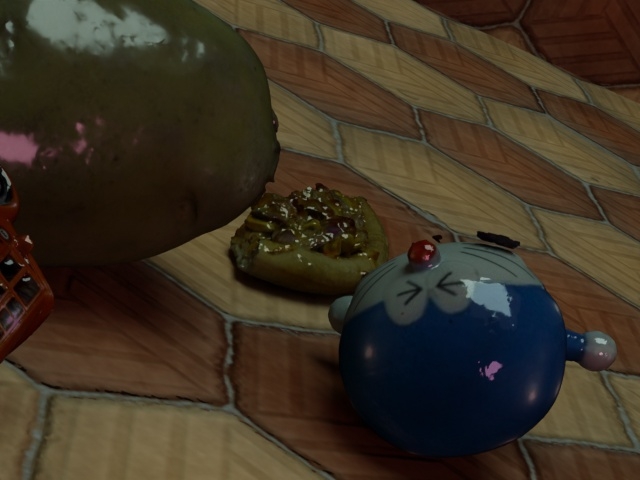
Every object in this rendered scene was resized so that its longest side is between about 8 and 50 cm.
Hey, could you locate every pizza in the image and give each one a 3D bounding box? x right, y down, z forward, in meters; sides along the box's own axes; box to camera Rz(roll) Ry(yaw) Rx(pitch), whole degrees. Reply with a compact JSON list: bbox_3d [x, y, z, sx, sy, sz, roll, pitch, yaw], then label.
[{"bbox_3d":[0.000,-0.003,1.459,0.127,0.058,0.246,35,18,25],"label":"pizza"}]

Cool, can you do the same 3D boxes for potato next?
[{"bbox_3d":[-0.195,-0.096,1.189,0.326,0.221,0.243,1,19,-33],"label":"potato"}]

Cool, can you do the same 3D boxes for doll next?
[{"bbox_3d":[0.111,0.070,1.259,0.215,0.161,0.257,1,3,10],"label":"doll"}]

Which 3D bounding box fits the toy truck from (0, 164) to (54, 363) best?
[{"bbox_3d":[-0.227,0.041,0.945,0.114,0.107,0.252,49,17,-8],"label":"toy truck"}]
